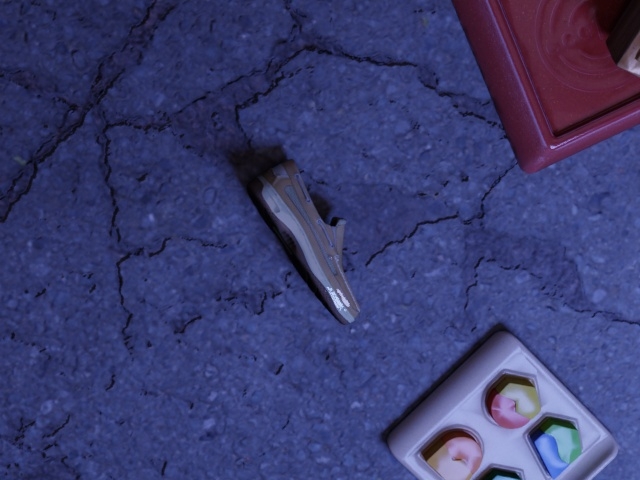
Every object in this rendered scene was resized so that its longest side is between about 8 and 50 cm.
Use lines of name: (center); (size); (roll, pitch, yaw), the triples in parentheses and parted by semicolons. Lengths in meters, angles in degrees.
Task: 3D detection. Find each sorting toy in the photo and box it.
sorting toy: (0.210, 0.234, 1.770); (0.193, 0.038, 0.208); (-44, 106, 4)

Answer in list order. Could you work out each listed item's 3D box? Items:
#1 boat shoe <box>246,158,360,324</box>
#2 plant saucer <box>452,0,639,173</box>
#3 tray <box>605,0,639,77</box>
boat shoe: (0.000, 0.000, 1.667); (0.072, 0.068, 0.190); (-35, 107, -11)
plant saucer: (0.292, -0.231, 1.657); (0.258, 0.048, 0.259); (-25, 106, -1)
tray: (0.481, -0.312, 1.541); (0.202, 0.076, 0.411); (23, 116, -14)
